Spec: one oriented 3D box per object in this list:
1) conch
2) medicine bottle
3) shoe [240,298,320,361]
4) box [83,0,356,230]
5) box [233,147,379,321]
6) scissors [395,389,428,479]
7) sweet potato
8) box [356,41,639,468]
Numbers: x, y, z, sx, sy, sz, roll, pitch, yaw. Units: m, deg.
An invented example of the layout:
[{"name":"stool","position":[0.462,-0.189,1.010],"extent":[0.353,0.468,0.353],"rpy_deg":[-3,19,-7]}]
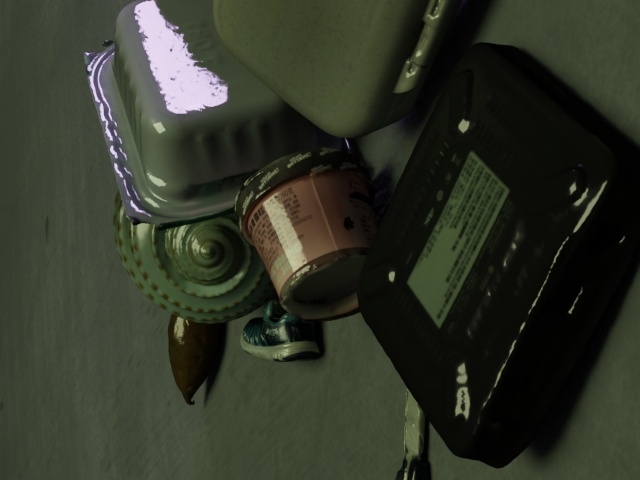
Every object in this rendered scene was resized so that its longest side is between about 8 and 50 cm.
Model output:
[{"name":"conch","position":[-0.142,-0.065,1.562],"extent":[0.303,0.215,0.319],"rpy_deg":[-66,30,14]},{"name":"medicine bottle","position":[0.033,-0.301,1.226],"extent":[0.282,0.123,0.375],"rpy_deg":[41,132,24]},{"name":"shoe","position":[-0.049,0.105,1.492],"extent":[0.143,0.064,0.071],"rpy_deg":[3,90,63]},{"name":"box","position":[-0.124,-0.179,1.425],"extent":[0.106,0.264,0.336],"rpy_deg":[86,165,-49]},{"name":"box","position":[0.000,0.000,1.314],"extent":[0.151,0.151,0.135],"rpy_deg":[-58,45,45]},{"name":"scissors","position":[0.090,0.200,1.223],"extent":[0.109,0.022,0.300],"rpy_deg":[-7,79,61]},{"name":"sweet potato","position":[-0.170,0.103,1.743],"extent":[0.075,0.075,0.269],"rpy_deg":[29,108,63]},{"name":"box","position":[0.139,0.002,1.072],"extent":[0.290,0.073,0.289],"rpy_deg":[-66,30,22]}]
